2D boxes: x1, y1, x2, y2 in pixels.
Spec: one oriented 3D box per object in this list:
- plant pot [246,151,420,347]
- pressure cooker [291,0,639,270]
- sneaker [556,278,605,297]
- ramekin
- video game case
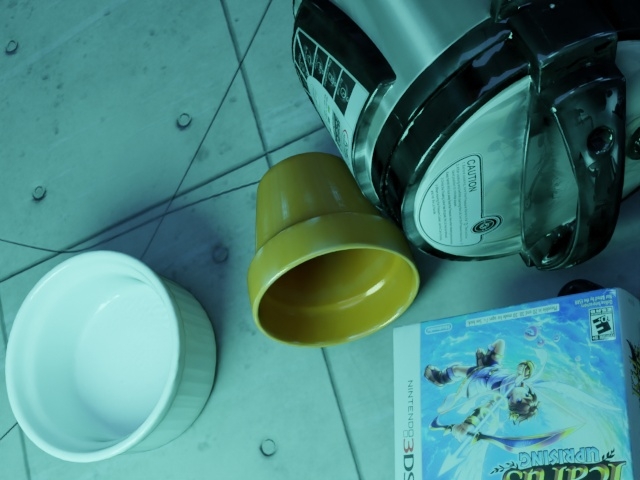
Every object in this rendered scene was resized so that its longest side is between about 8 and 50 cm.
[{"bbox_3d":[0.000,0.000,1.201,0.205,0.205,0.188,-29,51,16],"label":"plant pot"},{"bbox_3d":[0.194,-0.181,1.017,0.375,0.370,0.420,-46,53,33],"label":"pressure cooker"},{"bbox_3d":[0.299,0.182,1.044,0.107,0.124,0.283,-17,71,21],"label":"sneaker"},{"bbox_3d":[-0.276,0.160,1.310,0.277,0.135,0.277,-6,75,23],"label":"ramekin"},{"bbox_3d":[0.200,0.192,0.996,0.269,0.061,0.244,-15,65,35],"label":"video game case"}]
